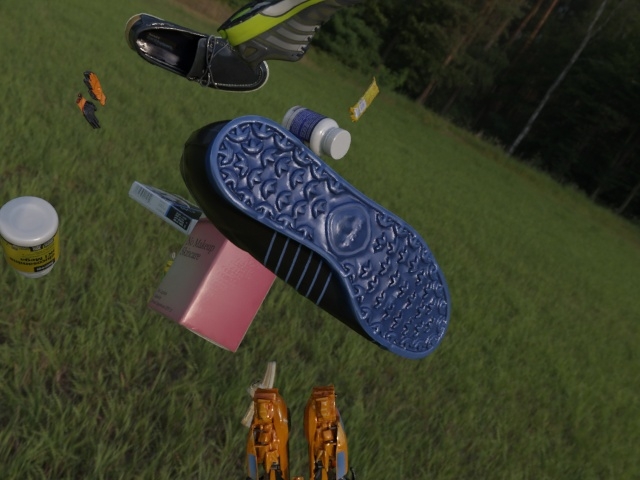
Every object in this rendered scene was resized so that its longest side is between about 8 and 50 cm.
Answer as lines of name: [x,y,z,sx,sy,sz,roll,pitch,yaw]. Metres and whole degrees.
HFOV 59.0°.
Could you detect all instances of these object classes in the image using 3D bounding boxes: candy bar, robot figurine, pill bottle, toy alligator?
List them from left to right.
pill bottle: [-1.034,0.003,2.022,0.187,0.334,0.188,10,59,-17]
toy alligator: [-0.539,0.102,2.082,0.051,0.056,0.190,10,31,-5]
robot figurine: [-0.040,0.403,0.984,0.210,0.291,0.085,-3,2,3]
pill bottle: [-0.012,-0.300,1.598,0.186,0.112,0.112,30,13,32]
candy bar: [0.106,-0.334,1.338,0.018,0.040,0.162,4,42,31]

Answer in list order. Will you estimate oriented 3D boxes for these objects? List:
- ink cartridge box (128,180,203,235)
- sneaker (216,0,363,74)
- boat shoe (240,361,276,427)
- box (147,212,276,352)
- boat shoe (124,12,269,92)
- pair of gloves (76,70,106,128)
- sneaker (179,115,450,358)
ink cartridge box: [-0.304,-0.059,1.318,0.206,0.045,0.208,30,5,27]
sneaker: [-0.039,-0.412,1.066,0.111,0.299,0.121,-82,150,-45]
boat shoe: [-0.151,0.373,1.377,0.059,0.170,0.063,16,-11,-2]
box: [-0.174,0.056,1.004,0.126,0.233,0.148,37,-17,-34]
boat shoe: [-0.407,-0.617,1.918,0.499,0.187,0.156,14,24,-26]
pair of gloves: [-0.371,-0.229,0.922,0.010,0.083,0.074,-1,-26,4]
sneaker: [0.000,0.000,0.405,0.232,0.081,0.090,44,-16,-26]
